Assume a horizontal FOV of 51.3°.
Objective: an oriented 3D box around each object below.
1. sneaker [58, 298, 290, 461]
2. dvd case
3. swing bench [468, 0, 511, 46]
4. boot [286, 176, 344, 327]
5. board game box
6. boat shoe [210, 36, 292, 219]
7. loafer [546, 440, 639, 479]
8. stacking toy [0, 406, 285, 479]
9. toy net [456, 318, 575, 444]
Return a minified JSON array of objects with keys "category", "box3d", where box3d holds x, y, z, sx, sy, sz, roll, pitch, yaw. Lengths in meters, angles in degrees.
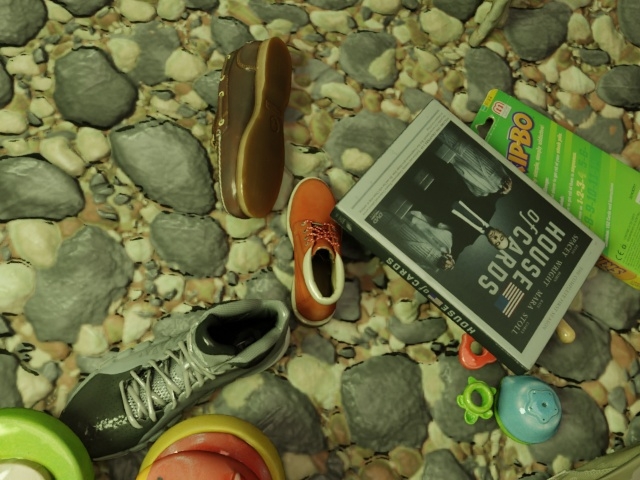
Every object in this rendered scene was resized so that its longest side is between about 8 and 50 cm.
[{"category":"sneaker","box3d":[-0.124,0.106,0.570,0.228,0.132,0.086,-29,79,-19]},{"category":"dvd case","box3d":[0.153,-0.010,0.668,0.238,0.029,0.179,40,64,3]},{"category":"swing bench","box3d":[0.160,-0.402,0.738,0.254,0.253,0.165,34,68,1]},{"category":"boot","box3d":[0.000,0.000,0.659,0.059,0.085,0.158,0,70,-9]},{"category":"board game box","box3d":[0.280,-0.062,0.761,0.259,0.039,0.124,32,68,-2]},{"category":"boat shoe","box3d":[-0.078,-0.115,0.696,0.073,0.073,0.207,-6,64,27]},{"category":"loafer","box3d":[0.254,0.261,0.617,0.268,0.092,0.102,-24,72,-1]},{"category":"stacking toy","box3d":[-0.179,0.269,0.464,0.279,0.130,0.309,14,84,-6]},{"category":"toy net","box3d":[0.203,0.086,0.692,0.122,0.045,0.232,15,67,-4]}]
